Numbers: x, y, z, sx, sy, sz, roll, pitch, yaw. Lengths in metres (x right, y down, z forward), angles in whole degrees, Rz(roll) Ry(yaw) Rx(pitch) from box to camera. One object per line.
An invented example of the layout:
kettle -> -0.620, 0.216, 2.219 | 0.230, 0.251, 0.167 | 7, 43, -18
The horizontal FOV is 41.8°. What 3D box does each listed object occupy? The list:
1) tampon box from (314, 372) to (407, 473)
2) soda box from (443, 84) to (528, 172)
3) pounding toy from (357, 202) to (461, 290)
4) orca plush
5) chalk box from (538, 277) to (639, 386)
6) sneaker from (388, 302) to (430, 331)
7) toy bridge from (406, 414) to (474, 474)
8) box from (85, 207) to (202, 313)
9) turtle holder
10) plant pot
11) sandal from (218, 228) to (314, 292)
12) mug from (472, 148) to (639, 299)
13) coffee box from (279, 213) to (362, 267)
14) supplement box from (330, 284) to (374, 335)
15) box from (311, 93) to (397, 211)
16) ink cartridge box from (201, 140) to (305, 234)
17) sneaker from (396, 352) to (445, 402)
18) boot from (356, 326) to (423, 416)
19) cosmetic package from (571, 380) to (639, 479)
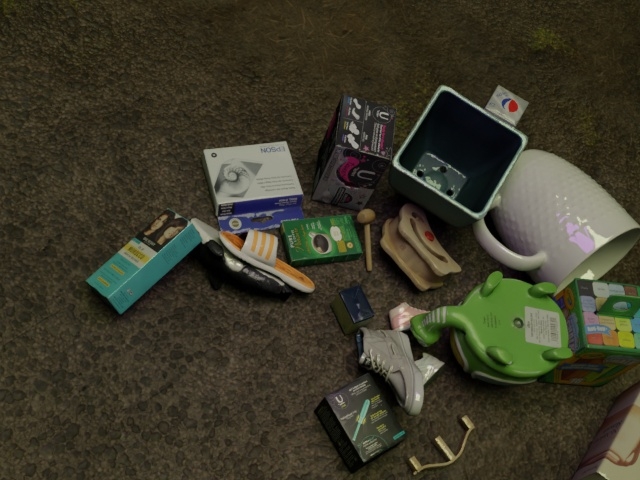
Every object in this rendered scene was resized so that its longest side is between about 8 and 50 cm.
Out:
tampon box -> 0.084, 0.392, 1.796 | 0.120, 0.101, 0.161 | -23, 70, -26
soda box -> 0.419, -0.260, 2.142 | 0.091, 0.286, 0.098 | 32, 57, 4
pounding toy -> 0.202, 0.017, 2.056 | 0.269, 0.155, 0.154 | 49, 31, 2
orca plush -> -0.204, 0.070, 1.920 | 0.287, 0.102, 0.151 | 32, 13, -9
chalk box -> 0.643, 0.208, 1.951 | 0.180, 0.289, 0.179 | 7, 60, -12
sneaker -> 0.223, 0.173, 1.986 | 0.134, 0.051, 0.070 | -13, 72, -18
toy bridge -> 0.273, 0.465, 1.857 | 0.188, 0.026, 0.063 | -31, 75, -28
box -> -0.383, 0.042, 1.824 | 0.100, 0.060, 0.244 | 28, 64, 41
turtle holder -> 0.390, 0.227, 1.904 | 0.320, 0.227, 0.243 | -17, 69, -23
plant pot -> 0.308, -0.176, 2.049 | 0.247, 0.252, 0.248 | 33, 74, 1
sandal -> -0.110, 0.027, 1.902 | 0.265, 0.076, 0.102 | 30, 12, -23
mug -> 0.540, -0.043, 2.063 | 0.374, 0.276, 0.328 | -20, 61, -31
coffee box -> 0.000, 0.000, 2.022 | 0.184, 0.040, 0.113 | -8, 65, -20
supplement box -> 0.073, 0.161, 1.930 | 0.056, 0.083, 0.083 | -17, 68, -24
box -> 0.080, -0.206, 2.036 | 0.142, 0.247, 0.164 | 13, 60, -8
ink cartridge box -> -0.160, -0.132, 2.044 | 0.223, 0.045, 0.224 | -9, 66, -21
sneaker -> 0.217, 0.317, 1.913 | 0.061, 0.054, 0.152 | 36, 55, 24
boot -> 0.142, 0.284, 1.836 | 0.123, 0.095, 0.258 | 10, 25, -12
cosmetic package -> 0.705, 0.473, 1.907 | 0.129, 0.153, 0.296 | 38, 57, 8
